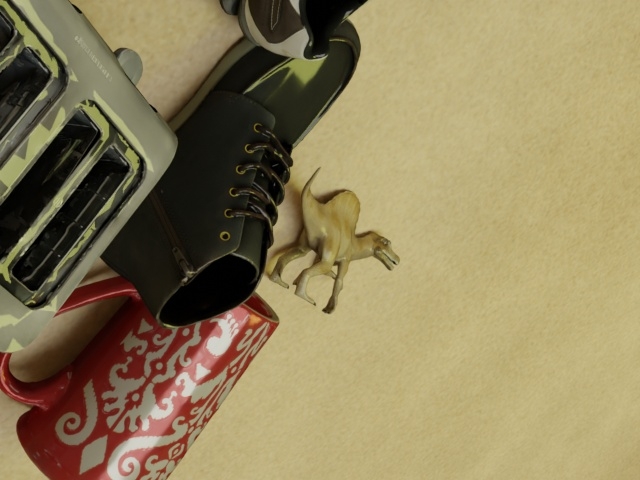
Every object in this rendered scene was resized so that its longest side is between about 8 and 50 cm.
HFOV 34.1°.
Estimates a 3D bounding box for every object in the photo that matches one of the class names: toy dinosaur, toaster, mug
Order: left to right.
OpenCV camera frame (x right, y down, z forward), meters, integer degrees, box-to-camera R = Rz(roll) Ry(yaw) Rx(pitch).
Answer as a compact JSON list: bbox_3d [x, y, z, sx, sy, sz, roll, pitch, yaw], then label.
[{"bbox_3d":[-0.179,-0.053,0.495,0.186,0.110,0.168,-55,144,-16],"label":"toaster"},{"bbox_3d":[-0.124,0.088,0.715,0.169,0.113,0.150,-51,144,3],"label":"mug"},{"bbox_3d":[0.000,0.000,0.802,0.092,0.053,0.183,-60,150,-4],"label":"toy dinosaur"}]

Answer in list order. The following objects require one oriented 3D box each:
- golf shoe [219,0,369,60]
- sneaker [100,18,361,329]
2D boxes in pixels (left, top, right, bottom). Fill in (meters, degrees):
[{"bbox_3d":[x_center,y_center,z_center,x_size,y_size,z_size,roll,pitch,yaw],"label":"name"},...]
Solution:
[{"bbox_3d":[0.029,-0.188,0.605,0.077,0.094,0.198,23,107,-49],"label":"golf shoe"},{"bbox_3d":[-0.039,-0.043,0.657,0.222,0.118,0.083,-43,142,-1],"label":"sneaker"}]
